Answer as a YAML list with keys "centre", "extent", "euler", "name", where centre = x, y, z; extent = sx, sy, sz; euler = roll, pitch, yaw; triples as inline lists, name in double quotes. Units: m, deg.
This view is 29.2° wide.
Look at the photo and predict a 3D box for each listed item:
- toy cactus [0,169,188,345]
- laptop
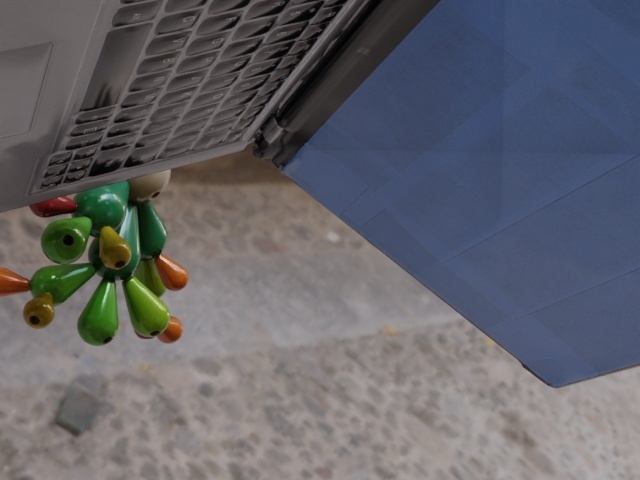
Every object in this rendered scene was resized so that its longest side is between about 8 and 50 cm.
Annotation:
- centre: [-0.150, -0.013, 0.887]
  extent: [0.112, 0.180, 0.219]
  euler: [9, -10, 22]
  name: "toy cactus"
- centre: [0.000, 0.000, 0.601]
  extent: [0.408, 0.382, 0.236]
  euler: [-17, 81, -22]
  name: "laptop"
